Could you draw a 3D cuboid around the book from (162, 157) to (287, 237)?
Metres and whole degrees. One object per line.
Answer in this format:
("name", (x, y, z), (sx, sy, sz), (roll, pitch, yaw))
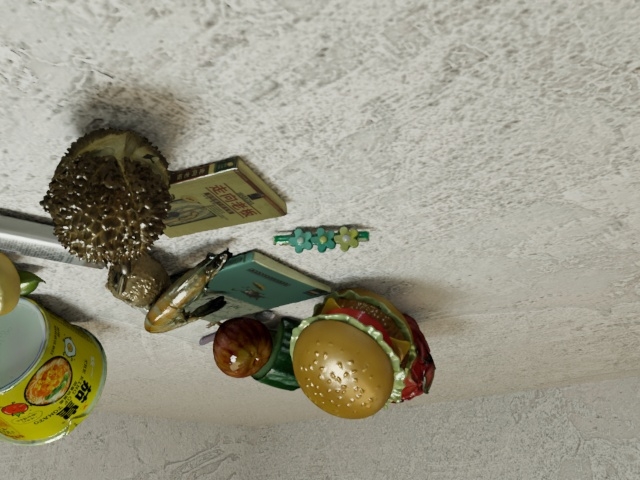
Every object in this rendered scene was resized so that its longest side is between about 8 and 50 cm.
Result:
("book", (-0.188, -0.060, 0.949), (0.231, 0.026, 0.161), (-11, 154, 21))

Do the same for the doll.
("doll", (-0.352, 0.078, 1.155), (0.105, 0.115, 0.221), (37, 175, 20))

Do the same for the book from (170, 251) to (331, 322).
("book", (-0.201, 0.114, 1.339), (0.379, 0.031, 0.264), (-17, 152, 33))

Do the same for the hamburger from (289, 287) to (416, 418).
("hamburger", (0.062, 0.258, 1.318), (0.275, 0.212, 0.274), (13, 121, 22))

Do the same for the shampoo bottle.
("shampoo bottle", (-0.483, 0.001, 1.045), (0.228, 0.055, 0.086), (14, 153, -29))

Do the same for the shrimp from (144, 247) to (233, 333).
("shrimp", (-0.226, 0.096, 1.193), (0.262, 0.051, 0.198), (-45, 161, 20))

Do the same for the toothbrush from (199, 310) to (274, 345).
("toothbrush", (-0.238, 0.238, 1.634), (0.029, 0.024, 0.354), (25, 146, -33))

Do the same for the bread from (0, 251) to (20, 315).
("bread", (-0.673, 0.081, 1.150), (0.217, 0.098, 0.147), (-6, 114, 12))

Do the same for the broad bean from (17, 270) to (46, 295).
("broad bean", (-0.708, 0.102, 1.260), (0.318, 0.055, 0.098), (-6, 174, 12))

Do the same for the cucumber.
("cucumber", (-0.110, 0.307, 1.611), (0.130, 0.191, 0.191), (30, 143, -35))

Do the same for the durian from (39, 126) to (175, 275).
("durian", (-0.259, -0.042, 0.774), (0.167, 0.196, 0.196), (4, 157, 6))

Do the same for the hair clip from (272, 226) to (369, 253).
("hair clip", (0.000, 0.001, 1.068), (0.173, 0.049, 0.049), (-4, 156, 11))

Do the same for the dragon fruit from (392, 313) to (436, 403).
("dragon fruit", (0.187, 0.287, 1.523), (0.234, 0.233, 0.293), (2, 147, -6))

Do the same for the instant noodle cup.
("instant noodle cup", (-0.706, 0.292, 1.428), (0.326, 0.325, 0.254), (-2, 147, 3))

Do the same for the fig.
("fig", (-0.198, 0.252, 1.516), (0.149, 0.202, 0.148), (13, 126, -21))
